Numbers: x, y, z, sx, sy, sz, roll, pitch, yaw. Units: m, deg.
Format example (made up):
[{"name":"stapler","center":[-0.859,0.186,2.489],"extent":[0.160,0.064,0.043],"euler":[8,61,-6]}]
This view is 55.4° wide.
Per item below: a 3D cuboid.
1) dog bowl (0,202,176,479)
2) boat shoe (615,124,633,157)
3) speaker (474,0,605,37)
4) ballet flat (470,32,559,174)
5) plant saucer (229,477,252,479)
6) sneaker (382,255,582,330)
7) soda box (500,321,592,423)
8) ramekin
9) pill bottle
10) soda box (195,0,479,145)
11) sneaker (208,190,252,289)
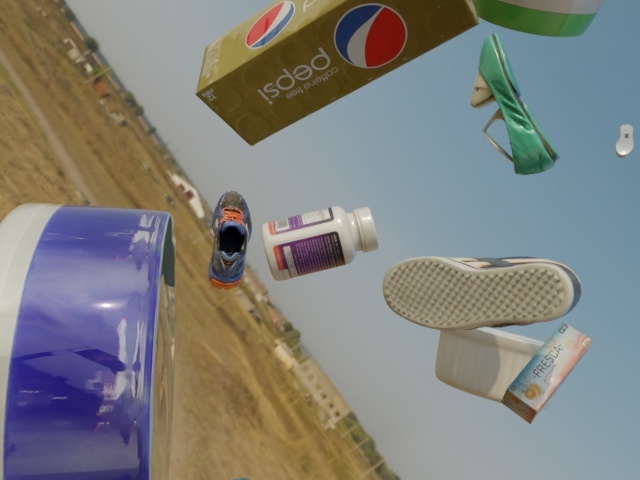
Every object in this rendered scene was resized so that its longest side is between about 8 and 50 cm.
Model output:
[{"name":"dog bowl","center":[-0.167,0.106,0.452],"extent":[0.265,0.104,0.264],"euler":[-178,-90,-80]},{"name":"boat shoe","center":[0.667,-0.211,1.341],"extent":[0.035,0.100,0.035],"euler":[9,-38,20]},{"name":"speaker","center":[0.217,-0.333,0.506],"extent":[0.131,0.131,0.296],"euler":[48,-39,44]},{"name":"ballet flat","center":[0.292,-0.214,0.981],"extent":[0.083,0.087,0.247],"euler":[6,60,-65]},{"name":"plant saucer","center":[-0.076,0.188,0.344],"extent":[0.021,0.119,0.119],"euler":[38,-15,28]},{"name":"sneaker","center":[0.265,0.088,1.013],"extent":[0.321,0.128,0.126],"euler":[1,-90,38]},{"name":"soda box","center":[0.396,0.230,1.068],"extent":[0.063,0.183,0.058],"euler":[36,-29,28]},{"name":"ramekin","center":[0.381,0.263,1.313],"extent":[0.278,0.135,0.277],"euler":[13,-3,1]},{"name":"pill bottle","center":[0.000,0.000,1.085],"extent":[0.108,0.194,0.108],"euler":[-13,90,-90]},{"name":"soda box","center":[0.006,-0.135,0.405],"extent":[0.061,0.181,0.058],"euler":[42,36,-40]},{"name":"sneaker","center":[-0.166,-0.015,1.166],"extent":[0.087,0.083,0.221],"euler":[112,-21,-48]}]
